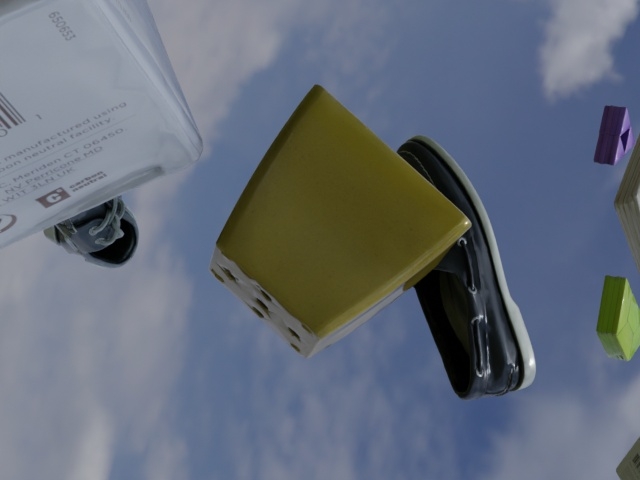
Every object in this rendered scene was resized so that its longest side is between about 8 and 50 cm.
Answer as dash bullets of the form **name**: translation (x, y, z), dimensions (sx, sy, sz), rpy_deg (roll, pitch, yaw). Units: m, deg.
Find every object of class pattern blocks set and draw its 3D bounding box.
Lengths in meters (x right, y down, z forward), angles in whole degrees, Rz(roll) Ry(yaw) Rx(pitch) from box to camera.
- **pattern blocks set**: translation (0.276, -0.039, 1.416), dimensions (0.026, 0.325, 0.285), rpy_deg (11, -108, 28)

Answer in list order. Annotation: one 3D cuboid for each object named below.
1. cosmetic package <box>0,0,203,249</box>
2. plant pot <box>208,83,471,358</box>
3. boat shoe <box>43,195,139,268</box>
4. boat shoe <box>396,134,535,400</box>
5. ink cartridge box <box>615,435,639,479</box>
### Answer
- **cosmetic package**: translation (-0.333, -0.218, 1.388), dimensions (0.327, 0.329, 0.394), rpy_deg (57, 10, -68)
- **plant pot**: translation (0.000, 0.000, 1.873), dimensions (0.187, 0.212, 0.212), rpy_deg (-47, 176, -13)
- **boat shoe**: translation (-0.242, -0.043, 1.945), dimensions (0.116, 0.099, 0.319), rpy_deg (-55, 176, -15)
- **boat shoe**: translation (0.148, 0.040, 2.223), dimensions (0.127, 0.113, 0.340), rpy_deg (-17, -87, 61)
- **ink cartridge box**: translation (0.351, 0.204, 1.671), dimensions (0.104, 0.061, 0.181), rpy_deg (62, -27, 27)
